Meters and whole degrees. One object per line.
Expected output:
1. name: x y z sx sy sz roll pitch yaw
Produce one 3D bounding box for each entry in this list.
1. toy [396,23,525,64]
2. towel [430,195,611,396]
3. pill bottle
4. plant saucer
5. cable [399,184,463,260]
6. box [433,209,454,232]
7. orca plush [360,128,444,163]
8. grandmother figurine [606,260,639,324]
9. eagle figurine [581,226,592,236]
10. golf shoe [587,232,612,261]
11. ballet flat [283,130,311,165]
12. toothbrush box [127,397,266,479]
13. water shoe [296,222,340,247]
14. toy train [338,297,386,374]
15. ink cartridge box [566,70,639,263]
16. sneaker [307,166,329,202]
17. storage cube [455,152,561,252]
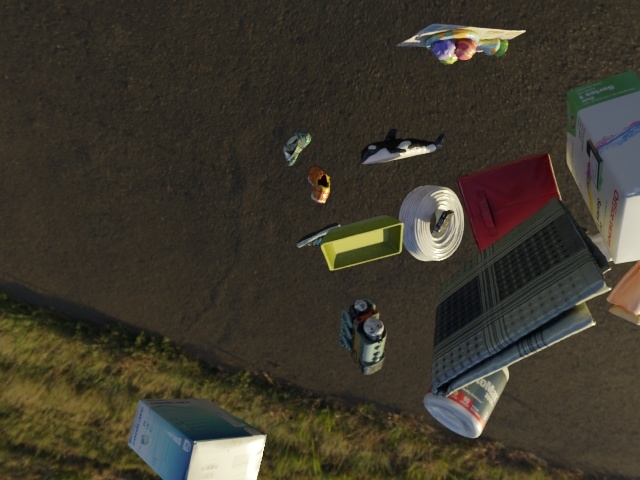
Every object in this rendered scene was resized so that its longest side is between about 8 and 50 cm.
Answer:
1. toy: 0.301 -0.414 0.940 0.237 0.137 0.056 -10 99 -21
2. towel: 0.326 0.091 0.762 0.056 0.312 0.324 40 121 -6
3. pill bottle: 0.279 0.253 0.801 0.108 0.180 0.108 32 151 20
4. plant saucer: 0.097 0.001 1.038 0.189 0.045 0.188 -15 157 2
5. cable: 0.374 -0.057 1.467 0.257 0.089 0.257 2 96 -36
6. box: 0.396 -0.063 1.395 0.018 0.083 0.067 34 116 22
7. orca plush: 0.269 -0.334 1.470 0.287 0.151 0.102 -11 92 6
8. grandmother figurine: 0.853 0.044 1.104 0.104 0.208 0.342 28 103 26
9. eagle figurine: 0.925 0.008 1.700 0.226 0.225 0.298 -17 151 28
10. golf shoe: 0.838 0.036 1.333 0.306 0.140 0.115 10 179 45
11. ballet flat: -0.104 -0.353 1.656 0.070 0.070 0.188 30 141 -13
12. toothbrush box: -0.321 0.510 1.118 0.296 0.126 0.216 7 171 44
13. water shoe: 0.000 0.000 1.828 0.203 0.073 0.080 -24 106 8
14. toy train: 0.166 0.358 1.623 0.142 0.190 0.333 -23 143 -19
15. ink cartridge box: 0.546 -0.129 0.782 0.117 0.278 0.201 -14 139 19
16. sneaker: 0.003 -0.177 1.291 0.064 0.175 0.067 14 122 -20
17. storage cube: 0.449 -0.094 1.051 0.193 0.215 0.183 -17 95 18
